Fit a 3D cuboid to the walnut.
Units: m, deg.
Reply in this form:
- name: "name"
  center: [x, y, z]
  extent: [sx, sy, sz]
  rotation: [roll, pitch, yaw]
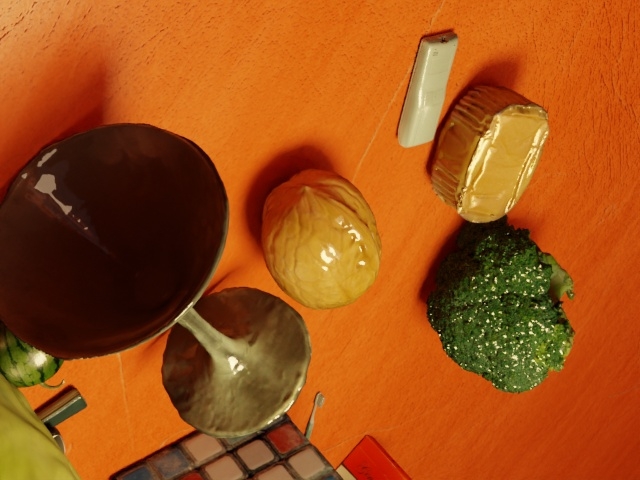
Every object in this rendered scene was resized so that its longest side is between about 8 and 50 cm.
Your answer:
- name: "walnut"
  center: [0.000, 0.000, 1.545]
  extent: [0.159, 0.159, 0.207]
  rotation: [-35, 138, -15]

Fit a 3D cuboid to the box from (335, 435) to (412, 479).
- name: "box"
  center: [0.048, 0.476, 2.104]
  extent: [0.245, 0.139, 0.035]
  rotation: [-50, 144, 5]

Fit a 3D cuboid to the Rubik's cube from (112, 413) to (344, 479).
- name: "Rubik's cube"
  center: [-0.115, 0.463, 1.783]
  extent: [0.293, 0.292, 0.287]
  rotation: [-23, 140, -27]

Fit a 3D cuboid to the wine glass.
- name: "wine glass"
  center: [-0.163, 0.078, 1.368]
  extent: [0.267, 0.267, 0.406]
  rotation: [-42, 149, -5]

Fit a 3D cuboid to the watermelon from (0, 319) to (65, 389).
- name: "watermelon"
  center: [-0.335, 0.121, 1.358]
  extent: [0.109, 0.109, 0.109]
  rotation: [-28, 142, -24]

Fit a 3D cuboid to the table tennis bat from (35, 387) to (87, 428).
- name: "table tennis bat"
  center: [-0.415, 0.270, 1.501]
  extent: [0.274, 0.021, 0.154]
  rotation: [-33, 144, -15]

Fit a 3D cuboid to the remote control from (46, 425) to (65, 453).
- name: "remote control"
  center: [-0.416, 0.292, 1.483]
  extent: [0.212, 0.028, 0.059]
  rotation: [-24, 145, -22]

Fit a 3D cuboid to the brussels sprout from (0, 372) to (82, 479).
- name: "brussels sprout"
  center: [-0.453, 0.291, 1.187]
  extent: [0.425, 0.342, 0.361]
  rotation: [-44, 155, -22]

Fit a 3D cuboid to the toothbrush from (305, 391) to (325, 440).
- name: "toothbrush"
  center: [-0.016, 0.311, 1.972]
  extent: [0.011, 0.014, 0.167]
  rotation: [-25, 142, -42]

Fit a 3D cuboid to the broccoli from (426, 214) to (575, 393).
- name: "broccoli"
  center: [0.299, 0.099, 1.886]
  extent: [0.245, 0.265, 0.295]
  rotation: [-41, 125, -32]

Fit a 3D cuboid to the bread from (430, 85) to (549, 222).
- name: "bread"
  center: [0.233, -0.126, 1.701]
  extent: [0.132, 0.114, 0.191]
  rotation: [1, 117, -36]

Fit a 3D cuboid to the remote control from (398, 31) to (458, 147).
- name: "remote control"
  center: [0.145, -0.198, 1.600]
  extent: [0.061, 0.029, 0.162]
  rotation: [-21, 138, -35]
